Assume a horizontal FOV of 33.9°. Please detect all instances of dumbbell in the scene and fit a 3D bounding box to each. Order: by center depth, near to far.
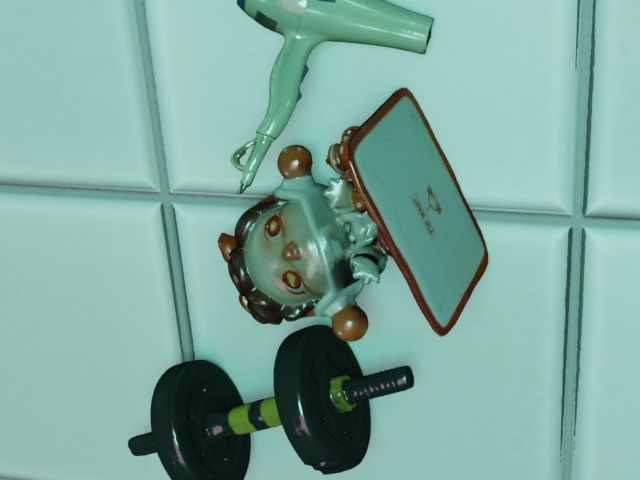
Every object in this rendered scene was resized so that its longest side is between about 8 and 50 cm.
[{"bbox_3d":[-0.057,0.172,1.039,0.325,0.143,0.143,-18,109,25],"label":"dumbbell"}]

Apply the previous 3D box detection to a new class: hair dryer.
[{"bbox_3d":[0.010,-0.135,0.877,0.167,0.067,0.199,1,83,1],"label":"hair dryer"}]

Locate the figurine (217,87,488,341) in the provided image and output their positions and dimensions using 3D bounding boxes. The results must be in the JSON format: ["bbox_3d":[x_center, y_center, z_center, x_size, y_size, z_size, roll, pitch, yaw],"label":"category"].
[{"bbox_3d":[0.000,0.000,0.943,0.226,0.160,0.183,-18,108,33],"label":"figurine"}]
